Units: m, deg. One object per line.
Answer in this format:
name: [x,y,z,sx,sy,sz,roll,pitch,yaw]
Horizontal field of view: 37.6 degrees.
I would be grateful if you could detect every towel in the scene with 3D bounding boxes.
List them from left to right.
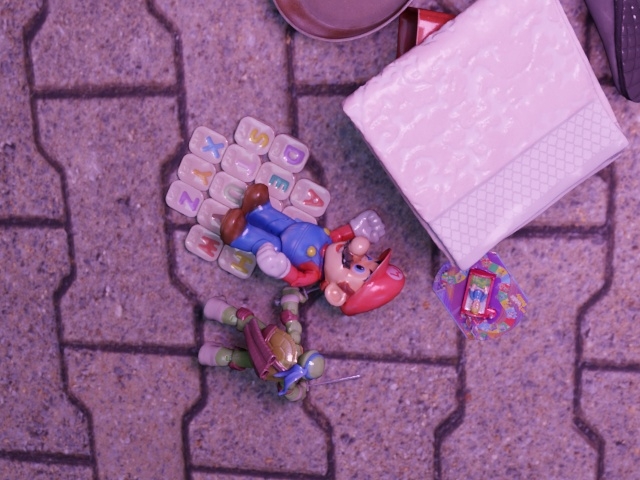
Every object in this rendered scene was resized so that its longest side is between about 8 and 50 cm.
towel: [0.244,-0.166,1.337,0.332,0.053,0.317,-36,109,-1]

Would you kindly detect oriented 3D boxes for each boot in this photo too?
boot: [0.413,-0.382,1.418,0.118,0.223,0.338,-21,110,-20]

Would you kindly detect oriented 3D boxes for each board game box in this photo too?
board game box: [0.281,0.100,1.653,0.133,0.033,0.168,-33,96,18]

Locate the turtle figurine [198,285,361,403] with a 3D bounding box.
turtle figurine: [-0.071,0.187,1.719,0.266,0.274,0.198,12,131,30]

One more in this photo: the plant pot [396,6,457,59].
plant pot: [0.243,-0.221,1.471,0.236,0.267,0.267,3,105,-1]

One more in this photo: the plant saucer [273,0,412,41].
plant saucer: [0.054,-0.464,1.496,0.310,0.050,0.310,-3,83,29]

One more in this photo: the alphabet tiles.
alphabet tiles: [-0.135,-0.076,1.705,0.278,0.021,0.284,28,108,4]

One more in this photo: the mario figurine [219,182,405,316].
mario figurine: [0.000,0.000,1.595,0.320,0.170,0.198,26,81,8]
